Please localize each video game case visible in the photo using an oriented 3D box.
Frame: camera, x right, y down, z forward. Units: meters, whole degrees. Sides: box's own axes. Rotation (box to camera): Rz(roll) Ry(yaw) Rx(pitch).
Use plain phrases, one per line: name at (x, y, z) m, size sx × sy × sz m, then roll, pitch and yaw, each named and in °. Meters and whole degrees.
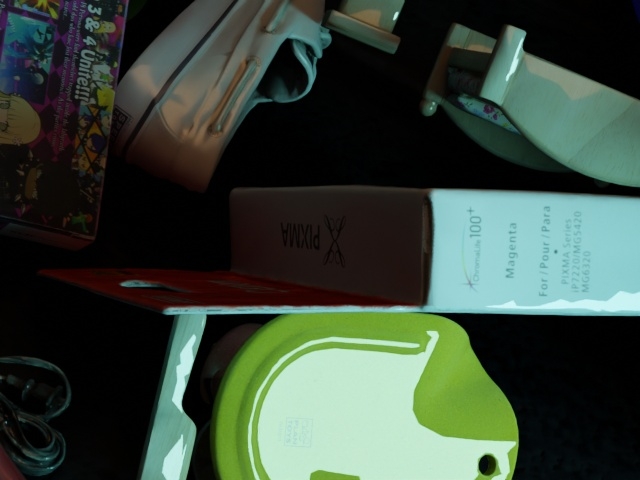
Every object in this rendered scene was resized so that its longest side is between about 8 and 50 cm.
video game case at (-0.212, -0.127, 0.841) m, size 0.210 × 0.042 × 0.232 m, roll 12°, pitch 73°, yaw -25°

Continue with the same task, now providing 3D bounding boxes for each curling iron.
curling iron at (-0.104, 0.159, 0.719) m, size 0.068 × 0.035 × 0.274 m, roll -16°, pitch 57°, yaw -34°

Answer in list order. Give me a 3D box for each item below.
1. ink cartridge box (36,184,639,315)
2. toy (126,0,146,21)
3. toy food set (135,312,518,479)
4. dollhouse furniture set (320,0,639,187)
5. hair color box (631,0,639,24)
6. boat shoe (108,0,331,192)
ink cartridge box at (0.000, 0.000, 0.772) m, size 0.239 × 0.275 × 0.060 m, roll 2°, pitch 91°, yaw -22°
toy at (-0.201, -0.232, 1.030) m, size 0.137 × 0.056 × 0.237 m, roll -23°, pitch 66°, yaw -41°
toy food set at (-0.005, 0.096, 0.784) m, size 0.218 × 0.071 × 0.128 m, roll 9°, pitch 84°, yaw -29°
dollhouse furniture set at (0.152, -0.003, 0.839) m, size 0.355 × 0.174 × 0.303 m, roll 22°, pitch 6°, yaw -6°
hair color box at (0.357, -0.118, 1.128) m, size 0.185 × 0.110 × 0.339 m, roll 10°, pitch 44°, yaw -17°
boat shoe at (-0.038, -0.129, 0.977) m, size 0.088 × 0.096 × 0.267 m, roll 34°, pitch 46°, yaw 3°
